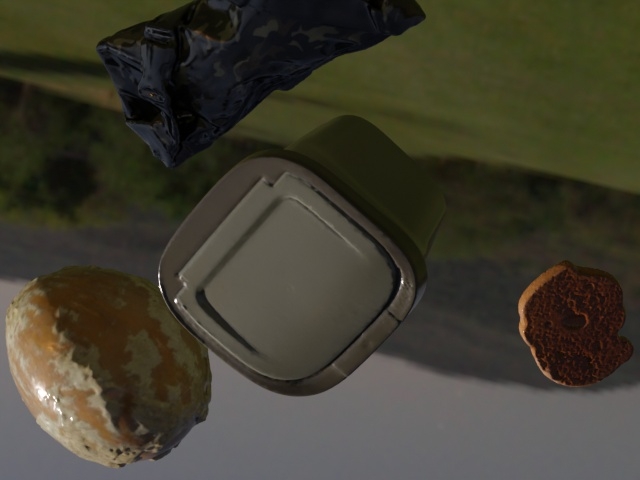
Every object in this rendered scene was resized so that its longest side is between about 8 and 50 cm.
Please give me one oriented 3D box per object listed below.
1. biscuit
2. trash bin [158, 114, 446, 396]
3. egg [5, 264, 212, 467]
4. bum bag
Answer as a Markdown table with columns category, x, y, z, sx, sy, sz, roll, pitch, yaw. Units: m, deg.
| category | x | y | z | sx | sy | sz | roll | pitch | yaw |
| --- | --- | --- | --- | --- | --- | --- | --- | --- | --- |
| biscuit | 0.237 | 0.077 | 1.563 | 0.102 | 0.130 | 0.019 | -22 | -154 | 2 |
| trash bin | 0.000 | 0.000 | 1.676 | 0.219 | 0.220 | 0.250 | 44 | -154 | -2 |
| egg | -0.232 | 0.133 | 1.819 | 0.245 | 0.203 | 0.203 | 39 | -177 | 2 |
| bum bag | -0.051 | -0.133 | 1.116 | 0.248 | 0.102 | 0.069 | -27 | -172 | 31 |
